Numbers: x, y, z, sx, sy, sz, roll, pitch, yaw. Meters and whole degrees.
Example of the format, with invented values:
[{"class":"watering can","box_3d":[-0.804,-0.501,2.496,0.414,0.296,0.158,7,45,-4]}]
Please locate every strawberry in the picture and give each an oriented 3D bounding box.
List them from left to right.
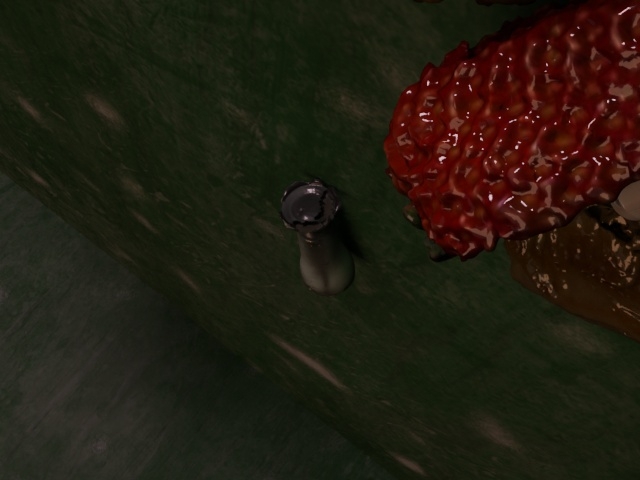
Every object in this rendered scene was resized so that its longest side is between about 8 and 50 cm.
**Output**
[{"class":"strawberry","box_3d":[0.124,-0.075,0.416,0.106,0.188,0.286,56,149,-2]}]

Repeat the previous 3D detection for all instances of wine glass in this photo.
[{"class":"wine glass","box_3d":[0.000,0.000,0.947,0.072,0.072,0.155,30,158,25]}]

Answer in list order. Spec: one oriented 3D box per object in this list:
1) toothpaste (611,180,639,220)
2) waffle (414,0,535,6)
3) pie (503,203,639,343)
[{"class":"toothpaste","box_3d":[0.253,-0.061,0.373,0.058,0.056,0.314,0,169,-24]},{"class":"waffle","box_3d":[0.041,-0.183,0.368,0.237,0.059,0.243,23,172,-35]},{"class":"pie","box_3d":[0.248,0.032,0.551,0.282,0.068,0.129,28,141,47]}]
